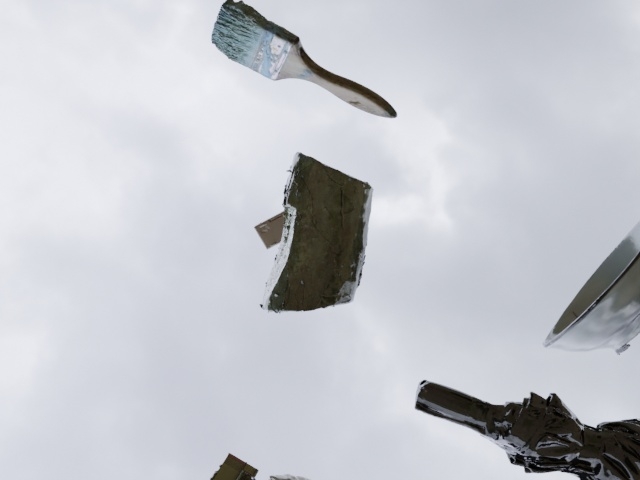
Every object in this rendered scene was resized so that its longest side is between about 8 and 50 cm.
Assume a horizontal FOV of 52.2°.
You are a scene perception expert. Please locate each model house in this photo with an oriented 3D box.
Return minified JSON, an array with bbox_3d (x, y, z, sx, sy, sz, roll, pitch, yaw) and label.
[{"bbox_3d":[-0.113,0.317,0.834,0.057,0.083,0.058,28,-123,7],"label":"model house"}]

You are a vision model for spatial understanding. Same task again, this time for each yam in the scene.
[{"bbox_3d":[0.000,0.000,1.021,0.154,0.154,0.254,14,-90,-2],"label":"yam"}]

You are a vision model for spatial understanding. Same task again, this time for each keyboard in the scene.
[{"bbox_3d":[-0.041,-0.044,1.210,0.166,0.055,0.017,-27,-166,10],"label":"keyboard"}]

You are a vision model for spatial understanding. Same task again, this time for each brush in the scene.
[{"bbox_3d":[-0.011,-0.165,0.630,0.196,0.070,0.021,24,-121,-12],"label":"brush"}]

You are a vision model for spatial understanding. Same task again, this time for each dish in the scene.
[{"bbox_3d":[0.521,0.095,1.121,0.106,0.316,0.316,38,-126,15],"label":"dish"}]

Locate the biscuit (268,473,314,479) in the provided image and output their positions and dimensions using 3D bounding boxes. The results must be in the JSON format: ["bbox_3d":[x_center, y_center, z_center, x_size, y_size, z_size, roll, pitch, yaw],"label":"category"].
[{"bbox_3d":[0.005,0.426,0.793,0.179,0.084,0.280,2,-89,-18],"label":"biscuit"}]

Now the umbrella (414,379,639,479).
[{"bbox_3d":[0.276,0.234,0.766,0.340,0.118,0.118,17,-130,7],"label":"umbrella"}]
